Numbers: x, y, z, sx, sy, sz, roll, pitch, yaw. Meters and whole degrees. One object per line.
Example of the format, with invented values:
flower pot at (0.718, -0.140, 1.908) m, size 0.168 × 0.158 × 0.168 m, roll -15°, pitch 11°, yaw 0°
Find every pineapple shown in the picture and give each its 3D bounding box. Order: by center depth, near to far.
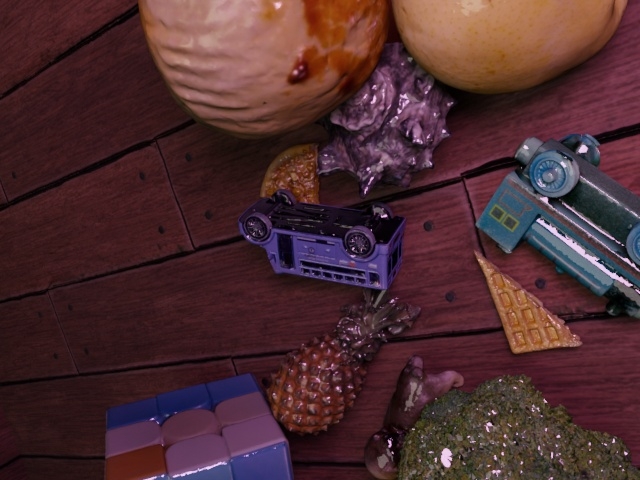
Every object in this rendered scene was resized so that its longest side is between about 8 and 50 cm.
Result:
pineapple at (0.048, 0.226, 1.278) m, size 0.361 × 0.175 × 0.175 m, roll -44°, pitch 79°, yaw 22°

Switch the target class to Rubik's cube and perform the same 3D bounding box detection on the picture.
Rubik's cube at (-0.243, 0.523, 1.379) m, size 0.347 × 0.344 × 0.347 m, roll -145°, pitch 45°, yaw -68°

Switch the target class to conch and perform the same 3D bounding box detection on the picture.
conch at (0.080, -0.199, 1.040) m, size 0.313 × 0.186 × 0.241 m, roll -157°, pitch 56°, yaw -68°

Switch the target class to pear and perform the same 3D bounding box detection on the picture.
pear at (0.242, -0.336, 0.848) m, size 0.309 × 0.309 × 0.310 m, roll 12°, pitch 112°, yaw 32°

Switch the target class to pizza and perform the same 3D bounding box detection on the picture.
pizza at (-0.051, -0.110, 1.291) m, size 0.178 × 0.041 × 0.131 m, roll -24°, pitch 93°, yaw 38°

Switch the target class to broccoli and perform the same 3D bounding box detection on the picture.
broccoli at (0.299, 0.396, 1.047) m, size 0.413 × 0.310 × 0.321 m, roll -24°, pitch 112°, yaw 5°

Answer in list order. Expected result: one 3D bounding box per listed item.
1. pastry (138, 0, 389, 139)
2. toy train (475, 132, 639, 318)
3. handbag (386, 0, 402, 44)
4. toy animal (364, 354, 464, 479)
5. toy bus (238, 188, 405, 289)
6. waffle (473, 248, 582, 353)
pastry at (-0.072, -0.330, 0.886) m, size 0.312 × 0.388 × 0.389 m, roll -8°, pitch 104°, yaw -1°
toy train at (0.389, -0.017, 0.968) m, size 0.298 × 0.120 × 0.194 m, roll 41°, pitch 132°, yaw 19°
handbag at (0.094, -0.355, 1.094) m, size 0.190 × 0.062 × 0.127 m, roll -14°, pitch 97°, yaw 40°
toy animal at (0.166, 0.323, 1.215) m, size 0.121 × 0.168 × 0.233 m, roll 26°, pitch 105°, yaw 26°
toy bus at (0.000, 0.000, 1.216) m, size 0.292 × 0.125 × 0.133 m, roll 9°, pitch 120°, yaw 21°
waffle at (0.338, 0.089, 1.088) m, size 0.125 × 0.032 × 0.191 m, roll -16°, pitch 98°, yaw 39°
